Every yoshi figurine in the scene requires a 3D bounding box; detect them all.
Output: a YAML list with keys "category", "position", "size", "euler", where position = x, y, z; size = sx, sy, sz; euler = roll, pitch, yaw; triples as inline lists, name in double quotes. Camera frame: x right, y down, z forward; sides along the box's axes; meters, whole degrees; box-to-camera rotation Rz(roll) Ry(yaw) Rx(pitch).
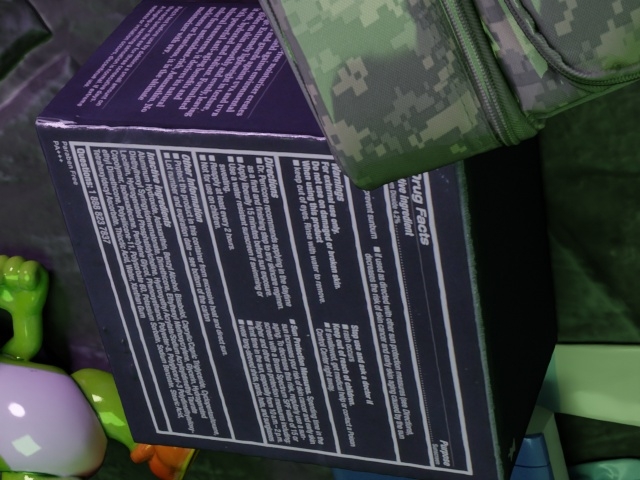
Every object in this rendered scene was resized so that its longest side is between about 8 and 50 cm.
- category: "yoshi figurine"
  position: [-0.280, 0.121, 1.353]
  size: [0.362, 0.203, 0.203]
  euler: [30, 116, 3]

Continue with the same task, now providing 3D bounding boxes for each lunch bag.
- category: "lunch bag"
  position: [0.084, -0.210, 0.790]
  size: [0.256, 0.212, 0.305]
  euler: [-19, 109, 15]

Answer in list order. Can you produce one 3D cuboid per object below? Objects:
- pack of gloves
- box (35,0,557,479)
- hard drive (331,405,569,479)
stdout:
- category: "pack of gloves"
  position: [0.167, 0.163, 1.267]
  size: [0.232, 0.046, 0.195]
  euler: [3, 127, 22]
- category: "box"
  position: [0.000, 0.000, 1.125]
  size: [0.294, 0.182, 0.296]
  euler: [6, 129, 22]
- category: "hard drive"
  position: [0.122, 0.255, 1.331]
  size: [0.210, 0.040, 0.318]
  euler: [6, 130, 32]
